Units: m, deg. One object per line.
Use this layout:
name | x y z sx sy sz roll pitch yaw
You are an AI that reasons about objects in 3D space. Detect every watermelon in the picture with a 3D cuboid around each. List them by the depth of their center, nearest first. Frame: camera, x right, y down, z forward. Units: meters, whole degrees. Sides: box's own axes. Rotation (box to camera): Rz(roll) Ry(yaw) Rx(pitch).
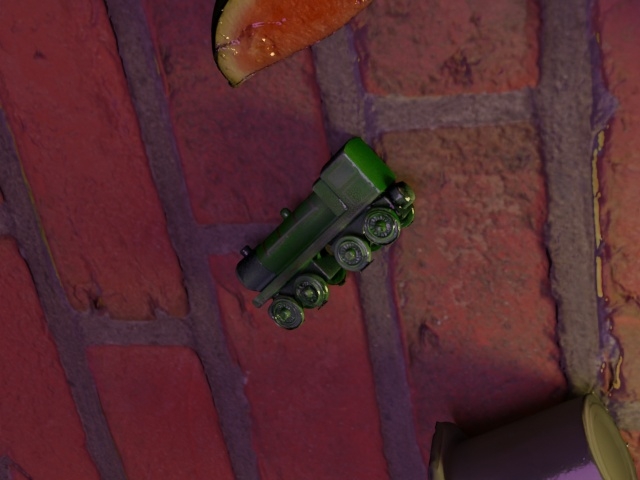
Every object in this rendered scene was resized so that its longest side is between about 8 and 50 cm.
watermelon | -0.032 -0.251 0.932 0.245 0.063 0.119 -32 122 28

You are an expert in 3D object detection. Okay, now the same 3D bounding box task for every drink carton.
drink carton | 0.246 0.278 1.029 0.189 0.185 0.191 -27 102 27

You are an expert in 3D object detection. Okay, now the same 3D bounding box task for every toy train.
toy train | 0.000 0.000 1.038 0.119 0.085 0.251 47 121 -1
